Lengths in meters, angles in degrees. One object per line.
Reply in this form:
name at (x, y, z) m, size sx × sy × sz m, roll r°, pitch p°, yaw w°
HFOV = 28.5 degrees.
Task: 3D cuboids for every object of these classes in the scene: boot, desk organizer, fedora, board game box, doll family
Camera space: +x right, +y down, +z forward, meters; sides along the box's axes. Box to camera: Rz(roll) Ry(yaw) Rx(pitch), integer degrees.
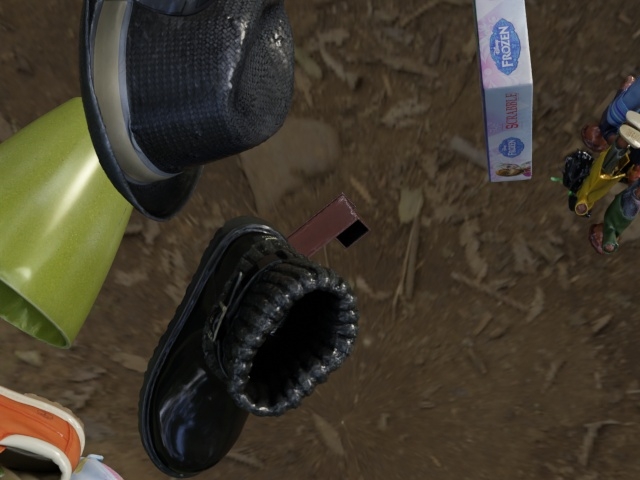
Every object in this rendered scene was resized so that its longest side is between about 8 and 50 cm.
boot at (-0.225, 0.117, 0.788) m, size 0.157 × 0.084 × 0.059 m, roll 17°, pitch 99°, yaw -11°
boot at (-0.092, 0.155, 1.412) m, size 0.131 × 0.260 × 0.348 m, roll 12°, pitch 104°, yaw -26°
desk organizer at (0.000, 0.000, 1.724) m, size 0.130 × 0.047 × 0.050 m, roll -38°, pitch 55°, yaw 6°
fedora at (-0.115, -0.181, 1.284) m, size 0.152 × 0.334 × 0.334 m, roll -2°, pitch 81°, yaw 17°
board game box at (0.243, -0.284, 1.709) m, size 0.065 × 0.319 × 0.318 m, roll -5°, pitch 70°, yaw 7°
doll family at (0.242, -0.069, 1.011) m, size 0.076 × 0.111 × 0.193 m, roll 35°, pitch 51°, yaw 5°

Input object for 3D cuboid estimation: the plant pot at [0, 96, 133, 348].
plant pot at (-0.377, -0.046, 1.760) m, size 0.274 × 0.275 × 0.293 m, roll 32°, pitch 70°, yaw 5°

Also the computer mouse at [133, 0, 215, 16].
computer mouse at (-0.121, -0.321, 1.128) m, size 0.184 × 0.060 × 0.262 m, roll 31°, pitch 57°, yaw 9°

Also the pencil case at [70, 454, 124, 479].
pencil case at (-0.373, 0.432, 1.763) m, size 0.124 × 0.113 × 0.273 m, roll 39°, pitch 75°, yaw 18°
